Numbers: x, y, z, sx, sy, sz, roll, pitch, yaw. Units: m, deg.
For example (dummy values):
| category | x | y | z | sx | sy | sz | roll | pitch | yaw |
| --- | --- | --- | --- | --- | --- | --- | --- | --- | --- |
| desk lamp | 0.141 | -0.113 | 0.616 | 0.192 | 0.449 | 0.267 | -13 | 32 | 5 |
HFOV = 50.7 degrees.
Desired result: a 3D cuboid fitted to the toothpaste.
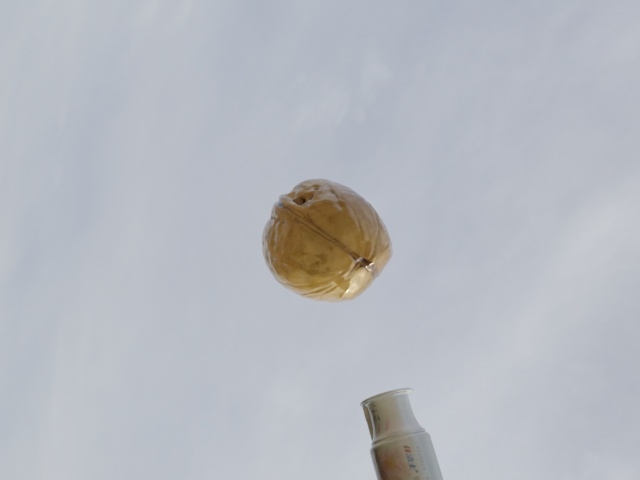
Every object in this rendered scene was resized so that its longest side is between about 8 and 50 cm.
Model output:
| category | x | y | z | sx | sy | sz | roll | pitch | yaw |
| --- | --- | --- | --- | --- | --- | --- | --- | --- | --- |
| toothpaste | 0.108 | 0.307 | 0.650 | 0.100 | 0.066 | 0.323 | -45 | -127 | 49 |

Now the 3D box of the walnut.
| category | x | y | z | sx | sy | sz | roll | pitch | yaw |
| --- | --- | --- | --- | --- | --- | --- | --- | --- | --- |
| walnut | 0.000 | 0.000 | 0.815 | 0.180 | 0.144 | 0.144 | 45 | -63 | 54 |
